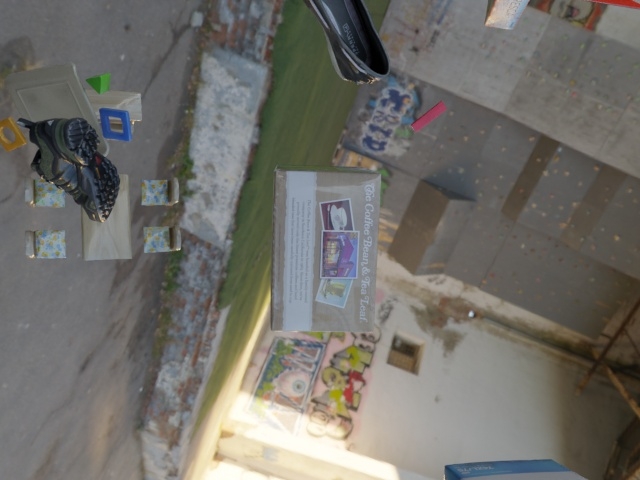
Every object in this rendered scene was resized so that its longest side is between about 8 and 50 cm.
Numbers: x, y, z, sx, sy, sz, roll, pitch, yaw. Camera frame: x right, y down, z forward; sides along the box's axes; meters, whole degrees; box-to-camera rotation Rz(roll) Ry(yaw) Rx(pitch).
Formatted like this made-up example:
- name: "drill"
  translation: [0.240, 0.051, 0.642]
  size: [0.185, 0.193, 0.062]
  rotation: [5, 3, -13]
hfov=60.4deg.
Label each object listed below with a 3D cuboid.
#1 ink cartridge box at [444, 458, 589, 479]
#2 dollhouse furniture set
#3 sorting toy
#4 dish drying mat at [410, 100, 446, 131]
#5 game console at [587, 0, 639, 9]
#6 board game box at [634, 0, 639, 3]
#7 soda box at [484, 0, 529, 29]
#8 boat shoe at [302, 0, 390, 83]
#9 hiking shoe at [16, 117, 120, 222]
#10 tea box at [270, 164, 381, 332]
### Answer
- name: "ink cartridge box"
  translation: [0.309, 0.441, 0.740]
  size: [0.270, 0.197, 0.198]
  rotation: [161, -69, -79]
- name: "dollhouse furniture set"
  translation: [-0.541, -0.149, 1.379]
  size: [0.256, 0.361, 0.395]
  rotation: [176, -88, -66]
- name: "sorting toy"
  translation: [-0.549, -0.267, 1.161]
  size: [0.047, 0.347, 0.196]
  rotation: [-64, 146, -57]
- name: "dish drying mat"
  translation: [0.238, -0.273, 1.210]
  size: [0.083, 0.008, 0.032]
  rotation: [-36, 146, 14]
- name: "game console"
  translation: [0.799, -0.685, 1.303]
  size: [0.060, 0.341, 0.387]
  rotation: [72, 36, -59]
- name: "board game box"
  translation: [0.220, -0.373, 0.376]
  size: [0.065, 0.318, 0.318]
  rotation: [-14, 139, -55]
- name: "soda box"
  translation: [0.339, -0.443, 0.966]
  size: [0.183, 0.058, 0.063]
  rotation: [45, 55, -84]
- name: "boat shoe"
  translation: [0.031, -0.419, 0.950]
  size: [0.112, 0.095, 0.335]
  rotation: [-48, 131, -16]
- name: "hiking shoe"
  translation: [-0.420, -0.121, 0.930]
  size: [0.227, 0.114, 0.086]
  rotation: [92, 10, -51]
- name: "tea box"
  translation: [0.000, 0.000, 1.232]
  size: [0.323, 0.219, 0.329]
  rotation: [-118, -150, -80]
